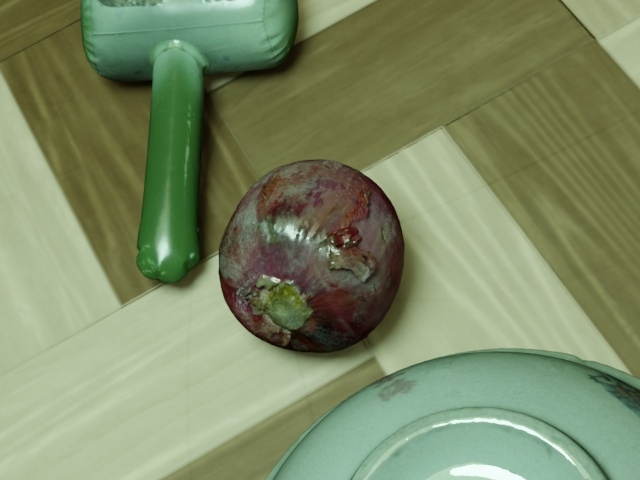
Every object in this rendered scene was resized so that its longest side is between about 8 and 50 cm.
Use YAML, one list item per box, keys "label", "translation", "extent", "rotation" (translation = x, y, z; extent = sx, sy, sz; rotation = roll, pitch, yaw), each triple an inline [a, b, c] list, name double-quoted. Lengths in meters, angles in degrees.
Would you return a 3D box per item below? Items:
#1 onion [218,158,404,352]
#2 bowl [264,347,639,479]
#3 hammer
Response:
- label: "onion"
  translation: [0.000, 0.000, 1.086]
  extent: [0.159, 0.159, 0.195]
  rotation: [7, 35, 16]
- label: "bowl"
  translation: [0.114, 0.231, 0.889]
  extent: [0.435, 0.196, 0.434]
  rotation: [-5, 59, 9]
- label: "hammer"
  translation: [-0.126, -0.115, 1.199]
  extent: [0.206, 0.119, 0.335]
  rotation: [-3, 67, 11]
